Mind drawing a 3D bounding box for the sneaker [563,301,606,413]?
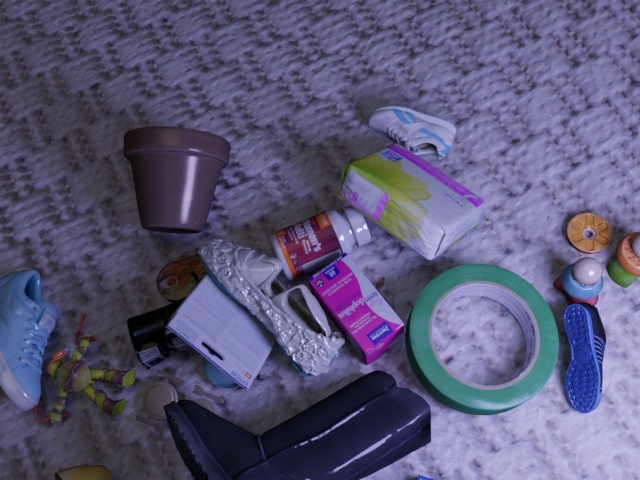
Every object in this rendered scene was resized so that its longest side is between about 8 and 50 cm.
[{"bbox_3d":[0.575,0.248,1.547,0.081,0.090,0.233,-6,83,47],"label":"sneaker"}]

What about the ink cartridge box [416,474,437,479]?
[{"bbox_3d":[0.219,0.590,1.455,0.097,0.046,0.207,12,68,12],"label":"ink cartridge box"}]

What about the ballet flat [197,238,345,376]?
[{"bbox_3d":[-0.098,0.121,1.629,0.147,0.147,0.409,-42,82,-12],"label":"ballet flat"}]

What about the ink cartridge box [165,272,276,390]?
[{"bbox_3d":[-0.212,0.202,1.578,0.223,0.045,0.224,41,33,-6],"label":"ink cartridge box"}]

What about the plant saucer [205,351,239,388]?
[{"bbox_3d":[-0.205,0.284,1.664,0.119,0.021,0.119,-3,65,7],"label":"plant saucer"}]

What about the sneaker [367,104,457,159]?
[{"bbox_3d":[0.222,-0.273,1.828,0.228,0.087,0.092,16,71,16],"label":"sneaker"}]

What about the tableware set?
[{"bbox_3d":[-0.311,0.380,1.626,0.194,0.039,0.128,20,81,22],"label":"tableware set"}]

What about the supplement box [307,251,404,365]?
[{"bbox_3d":[0.081,0.155,1.637,0.111,0.114,0.220,-35,68,-10],"label":"supplement box"}]

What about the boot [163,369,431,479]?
[{"bbox_3d":[-0.048,0.372,1.479,0.445,0.146,0.367,-26,45,-25],"label":"boot"}]

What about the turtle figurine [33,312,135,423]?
[{"bbox_3d":[-0.540,0.305,1.662,0.217,0.087,0.270,15,68,14],"label":"turtle figurine"}]

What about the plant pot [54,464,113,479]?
[{"bbox_3d":[-0.493,0.533,1.540,0.095,0.134,0.134,-22,61,-33],"label":"plant pot"}]

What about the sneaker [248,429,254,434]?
[{"bbox_3d":[-0.077,0.442,1.550,0.192,0.064,0.086,-3,70,9],"label":"sneaker"}]

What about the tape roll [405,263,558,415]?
[{"bbox_3d":[0.347,0.212,1.570,0.321,0.077,0.322,1,67,-1],"label":"tape roll"}]

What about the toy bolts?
[{"bbox_3d":[0.614,0.028,1.597,0.228,0.158,0.218,-36,66,-9],"label":"toy bolts"}]

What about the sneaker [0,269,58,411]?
[{"bbox_3d":[-0.686,0.212,1.686,0.150,0.135,0.366,-27,60,-1],"label":"sneaker"}]

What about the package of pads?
[{"bbox_3d":[0.211,-0.098,1.685,0.296,0.101,0.229,36,39,21],"label":"package of pads"}]

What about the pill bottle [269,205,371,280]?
[{"bbox_3d":[0.000,0.000,1.712,0.221,0.121,0.121,-23,65,-3],"label":"pill bottle"}]

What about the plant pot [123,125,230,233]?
[{"bbox_3d":[-0.358,-0.137,1.775,0.262,0.263,0.230,2,85,9],"label":"plant pot"}]

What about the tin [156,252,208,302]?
[{"bbox_3d":[-0.302,0.089,1.758,0.189,0.040,0.106,-17,61,0],"label":"tin"}]

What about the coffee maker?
[{"bbox_3d":[-0.344,0.190,1.675,0.178,0.120,0.171,-20,48,3],"label":"coffee maker"}]
